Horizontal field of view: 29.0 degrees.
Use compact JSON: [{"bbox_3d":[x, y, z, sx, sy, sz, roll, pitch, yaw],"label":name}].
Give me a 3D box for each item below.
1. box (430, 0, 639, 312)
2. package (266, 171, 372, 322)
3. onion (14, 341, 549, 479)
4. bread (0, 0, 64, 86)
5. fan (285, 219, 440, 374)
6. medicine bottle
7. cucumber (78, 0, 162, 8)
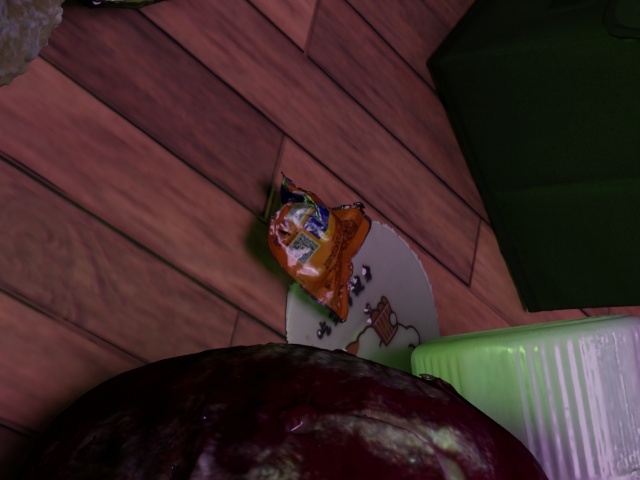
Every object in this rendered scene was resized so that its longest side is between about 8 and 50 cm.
[{"bbox_3d":[0.281,-0.135,1.058,0.345,0.205,0.251,-51,126,-43],"label":"box"},{"bbox_3d":[0.001,0.000,0.809,0.111,0.033,0.077,37,46,-45],"label":"package"},{"bbox_3d":[0.016,0.194,0.631,0.336,0.260,0.281,53,42,-34],"label":"onion"},{"bbox_3d":[-0.181,-0.141,0.505,0.287,0.056,0.207,2,110,-55],"label":"bread"},{"bbox_3d":[0.066,0.132,0.900,0.190,0.009,0.329,-51,124,-43],"label":"fan"},{"bbox_3d":[0.175,0.249,0.835,0.242,0.243,0.394,-1,87,-53],"label":"medicine bottle"},{"bbox_3d":[-0.137,-0.167,0.644,0.220,0.046,0.070,37,60,-43],"label":"cucumber"}]
